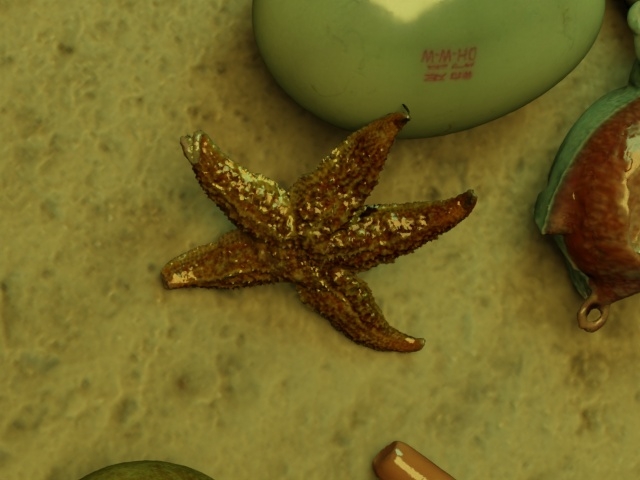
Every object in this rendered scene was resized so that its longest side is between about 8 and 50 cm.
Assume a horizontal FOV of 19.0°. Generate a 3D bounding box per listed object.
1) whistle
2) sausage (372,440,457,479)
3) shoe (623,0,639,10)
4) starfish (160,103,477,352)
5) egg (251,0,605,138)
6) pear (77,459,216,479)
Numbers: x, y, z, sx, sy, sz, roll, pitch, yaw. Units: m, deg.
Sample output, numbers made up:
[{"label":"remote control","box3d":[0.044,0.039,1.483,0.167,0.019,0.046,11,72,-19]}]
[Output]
[{"label":"whistle","box3d":[0.254,-0.094,1.390,0.142,0.134,0.346,19,98,-12]},{"label":"sausage","box3d":[0.077,0.177,1.385,0.083,0.034,0.034,37,76,-5]},{"label":"shoe","box3d":[0.363,-0.239,1.460,0.291,0.137,0.114,-28,87,-14]},{"label":"starfish","box3d":[0.000,0.001,1.352,0.240,0.227,0.043,47,29,-27]},{"label":"egg","box3d":[0.079,-0.165,1.363,0.264,0.183,0.182,-8,83,-22]},{"label":"pear","box3d":[-0.112,0.229,1.281,0.167,0.136,0.167,8,74,-30]}]
